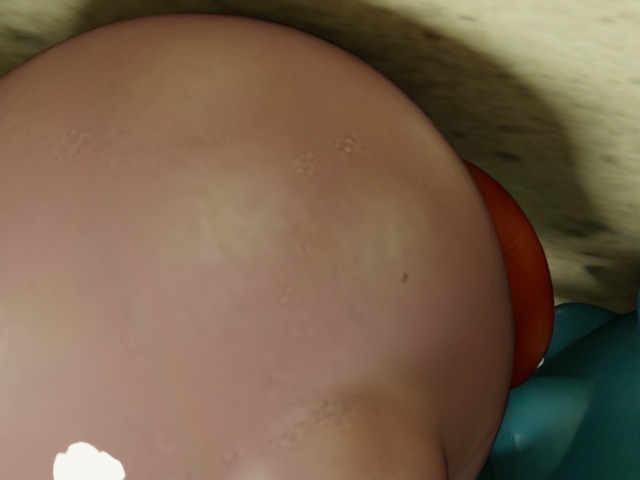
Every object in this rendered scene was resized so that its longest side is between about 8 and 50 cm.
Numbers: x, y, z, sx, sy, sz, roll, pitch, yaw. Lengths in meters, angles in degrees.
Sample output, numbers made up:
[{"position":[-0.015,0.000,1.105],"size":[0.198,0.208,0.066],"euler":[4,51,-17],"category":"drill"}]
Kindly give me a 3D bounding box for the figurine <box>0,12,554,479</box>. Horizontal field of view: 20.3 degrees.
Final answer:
[{"position":[-0.034,0.026,0.459],"size":[0.173,0.173,0.173],"euler":[13,164,4],"category":"figurine"}]

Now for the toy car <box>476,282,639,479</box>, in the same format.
[{"position":[0.119,0.101,0.573],"size":[0.190,0.188,0.255],"euler":[34,168,-9],"category":"toy car"}]
